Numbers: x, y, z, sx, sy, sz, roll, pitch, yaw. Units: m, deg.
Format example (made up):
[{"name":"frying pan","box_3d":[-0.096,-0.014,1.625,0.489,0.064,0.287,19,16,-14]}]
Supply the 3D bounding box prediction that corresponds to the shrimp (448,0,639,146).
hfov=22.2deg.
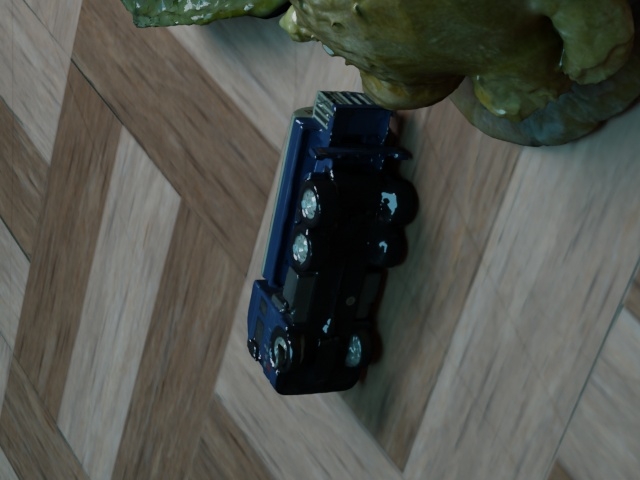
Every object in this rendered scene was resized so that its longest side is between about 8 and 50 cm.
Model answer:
[{"name":"shrimp","box_3d":[0.125,-0.175,0.864,0.178,0.075,0.289,37,125,38]}]

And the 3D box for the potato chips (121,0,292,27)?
[{"name":"potato chips","box_3d":[-0.049,-0.328,1.100,0.429,0.070,0.358,-5,89,57]}]

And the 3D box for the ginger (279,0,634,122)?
[{"name":"ginger","box_3d":[0.054,-0.134,0.845,0.216,0.157,0.102,-5,47,47]}]

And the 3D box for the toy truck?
[{"name":"toy truck","box_3d":[0.000,0.000,1.074,0.088,0.074,0.202,46,131,49]}]
